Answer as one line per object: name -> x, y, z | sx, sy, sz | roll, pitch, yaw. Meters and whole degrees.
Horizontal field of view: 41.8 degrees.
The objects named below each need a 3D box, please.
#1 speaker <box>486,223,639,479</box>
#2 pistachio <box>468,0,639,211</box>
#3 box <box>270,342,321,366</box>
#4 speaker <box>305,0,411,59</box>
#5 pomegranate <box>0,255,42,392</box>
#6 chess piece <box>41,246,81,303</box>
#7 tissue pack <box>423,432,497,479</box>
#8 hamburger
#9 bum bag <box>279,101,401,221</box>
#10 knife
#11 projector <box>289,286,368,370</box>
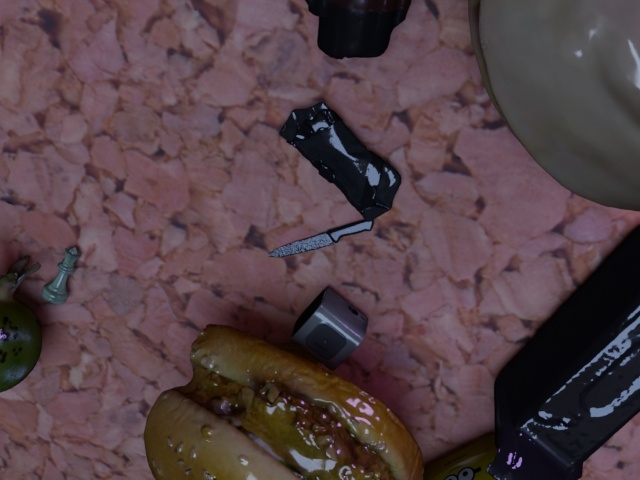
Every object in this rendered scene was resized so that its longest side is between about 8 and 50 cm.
speaker -> 0.401, 0.183, 1.157 | 0.180, 0.184, 0.388 | 36, 109, -5
pistachio -> 0.368, -0.236, 0.957 | 0.365, 0.281, 0.445 | -29, 108, 13
box -> -0.076, 0.204, 1.317 | 0.155, 0.023, 0.087 | -2, 112, 8
speaker -> 0.103, -0.403, 1.037 | 0.259, 0.198, 0.329 | -18, 129, -26
pomegranate -> -0.505, 0.122, 1.278 | 0.181, 0.181, 0.224 | 22, 93, 0
chess piece -> -0.397, 0.050, 1.300 | 0.042, 0.042, 0.093 | 27, 104, -2
tissue pack -> 0.239, 0.387, 1.284 | 0.178, 0.127, 0.123 | -31, 105, 18
hamburger -> -0.018, 0.323, 1.152 | 0.445, 0.268, 0.287 | 47, 150, -17
bum bag -> 0.031, -0.111, 1.174 | 0.198, 0.049, 0.087 | 44, 114, -9
knife -> 0.000, 0.000, 1.240 | 0.170, 0.010, 0.023 | -17, 101, 15
projector -> 0.013, 0.131, 1.245 | 0.082, 0.083, 0.083 | 39, 111, -7
